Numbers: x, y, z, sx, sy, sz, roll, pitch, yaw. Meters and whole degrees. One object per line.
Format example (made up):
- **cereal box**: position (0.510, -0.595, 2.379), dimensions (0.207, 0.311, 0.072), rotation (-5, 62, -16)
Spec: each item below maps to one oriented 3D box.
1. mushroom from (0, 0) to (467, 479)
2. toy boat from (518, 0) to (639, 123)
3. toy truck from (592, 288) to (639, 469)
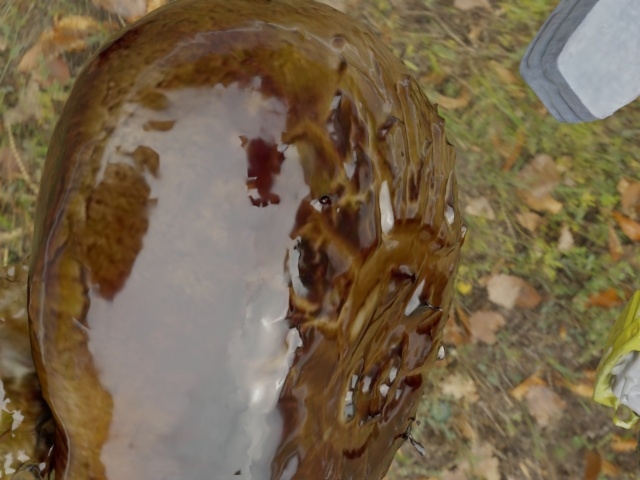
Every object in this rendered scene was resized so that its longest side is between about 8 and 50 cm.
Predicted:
- **mushroom**: position (-0.040, 0.036, 0.538), dimensions (0.278, 0.163, 0.297), rotation (-30, 134, -36)
- **toy boat**: position (0.344, -0.253, 1.326), dimensions (0.283, 0.078, 0.127), rotation (-47, 109, -7)
- **toy truck**: position (0.297, 0.097, 0.669), dimensions (0.285, 0.136, 0.111), rotation (14, 62, 3)
